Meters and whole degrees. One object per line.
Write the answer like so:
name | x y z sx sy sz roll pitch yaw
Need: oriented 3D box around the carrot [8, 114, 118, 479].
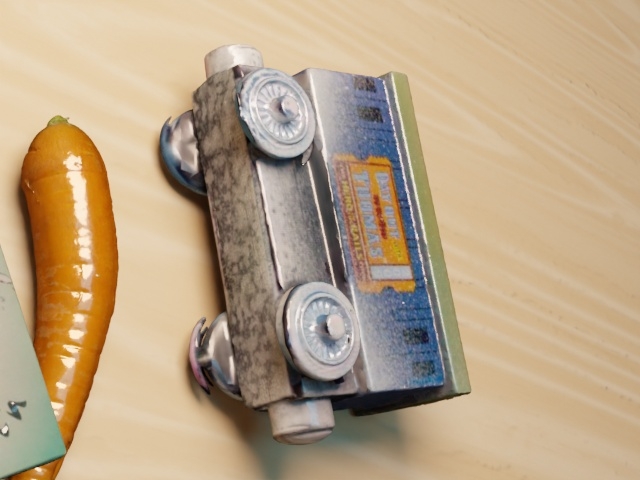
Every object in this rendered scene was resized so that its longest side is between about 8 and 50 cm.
carrot | -0.167 0.046 0.805 0.066 0.062 0.271 38 47 -70

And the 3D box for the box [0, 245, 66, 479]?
box | -0.262 0.037 0.692 0.153 0.092 0.244 -16 85 -45

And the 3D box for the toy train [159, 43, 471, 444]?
toy train | 0.000 0.000 0.922 0.202 0.131 0.299 2 73 -44
